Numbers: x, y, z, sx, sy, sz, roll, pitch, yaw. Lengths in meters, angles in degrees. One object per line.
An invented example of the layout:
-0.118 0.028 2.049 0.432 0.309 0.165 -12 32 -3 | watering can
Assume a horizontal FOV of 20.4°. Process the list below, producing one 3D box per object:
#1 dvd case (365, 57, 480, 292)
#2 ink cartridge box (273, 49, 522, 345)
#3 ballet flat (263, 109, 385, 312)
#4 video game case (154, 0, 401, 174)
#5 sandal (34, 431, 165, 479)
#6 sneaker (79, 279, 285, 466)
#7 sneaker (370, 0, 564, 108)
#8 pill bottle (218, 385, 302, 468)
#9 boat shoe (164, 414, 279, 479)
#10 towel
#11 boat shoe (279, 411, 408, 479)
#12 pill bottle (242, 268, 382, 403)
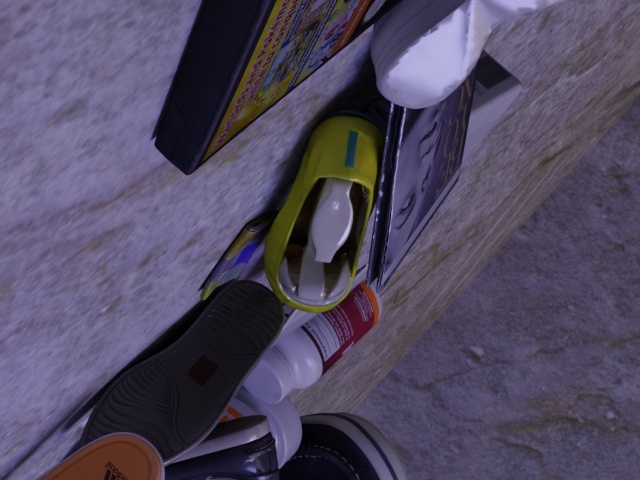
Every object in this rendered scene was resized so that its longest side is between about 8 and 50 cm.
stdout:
0.085 -0.088 1.372 0.164 0.018 0.221 -53 158 -45 | dvd case
0.052 -0.043 1.586 0.239 0.060 0.275 -52 170 28 | ink cartridge box
0.000 0.000 1.380 0.231 0.077 0.077 106 -11 -47 | ballet flat
0.029 -0.181 0.962 0.248 0.035 0.275 -43 170 -34 | video game case
-0.226 0.224 1.295 0.265 0.102 0.076 -44 160 -20 | sandal
-0.118 0.136 1.463 0.222 0.083 0.118 -42 171 -34 | sneaker
0.109 -0.184 1.161 0.212 0.094 0.080 -37 132 24 | sneaker
-0.117 0.222 1.713 0.221 0.121 0.121 -38 167 -49 | pill bottle
-0.131 0.204 1.484 0.206 0.065 0.075 -18 -173 13 | boat shoe
-0.063 0.010 1.420 0.083 0.009 0.060 -53 171 28 | towel
-0.092 0.332 1.920 0.500 0.187 0.156 -32 177 42 | boat shoe
-0.015 0.090 1.750 0.152 0.086 0.086 -41 169 -34 | pill bottle
